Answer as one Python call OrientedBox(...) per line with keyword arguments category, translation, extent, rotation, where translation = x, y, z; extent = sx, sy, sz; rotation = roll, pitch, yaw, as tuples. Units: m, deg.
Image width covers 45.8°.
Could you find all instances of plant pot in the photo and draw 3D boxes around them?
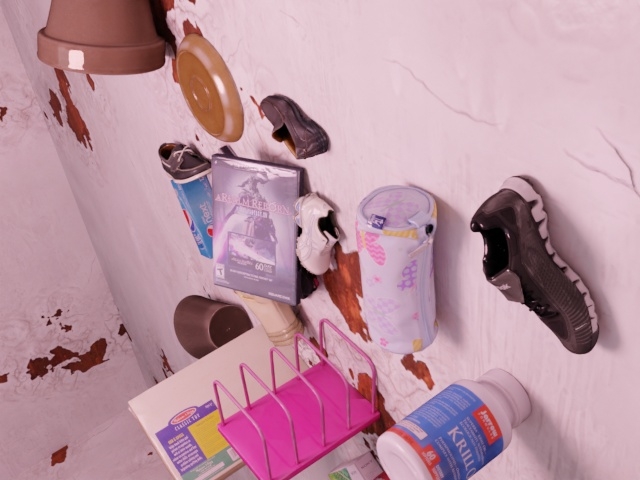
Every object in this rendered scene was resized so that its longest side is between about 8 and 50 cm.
OrientedBox(category="plant pot", translation=(-0.452, -0.484, 1.565), extent=(0.263, 0.263, 0.230), rotation=(33, 126, 45))
OrientedBox(category="plant pot", translation=(-0.235, -0.305, 1.555), extent=(0.236, 0.032, 0.236), rotation=(43, 150, 32))

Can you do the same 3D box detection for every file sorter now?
OrientedBox(category="file sorter", translation=(-0.051, 0.324, 1.570), extent=(0.202, 0.290, 0.182), rotation=(38, 144, 40))

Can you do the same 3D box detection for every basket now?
OrientedBox(category="basket", translation=(-0.296, 0.244, 2.120), extent=(0.226, 0.154, 0.204), rotation=(-12, 107, 60))

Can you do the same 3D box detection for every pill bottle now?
OrientedBox(category="pill bottle", translation=(0.203, 0.283, 1.122), extent=(0.124, 0.221, 0.124), rotation=(44, 151, 32))

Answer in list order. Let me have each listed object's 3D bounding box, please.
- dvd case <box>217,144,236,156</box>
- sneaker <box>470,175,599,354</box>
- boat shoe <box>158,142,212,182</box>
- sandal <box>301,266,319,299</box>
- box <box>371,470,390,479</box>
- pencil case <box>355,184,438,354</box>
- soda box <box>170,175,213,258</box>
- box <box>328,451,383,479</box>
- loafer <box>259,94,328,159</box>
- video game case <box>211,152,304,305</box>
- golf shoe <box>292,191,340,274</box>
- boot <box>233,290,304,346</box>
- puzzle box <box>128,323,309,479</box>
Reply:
OrientedBox(category="dvd case", translation=(-0.156, -0.069, 1.658), extent=(0.239, 0.029, 0.179), rotation=(53, 155, 17))
OrientedBox(category="sneaker", translation=(0.250, 0.046, 0.919), extent=(0.234, 0.106, 0.078), rotation=(63, 156, -5))
OrientedBox(category="boat shoe", translation=(-0.325, -0.186, 1.790), extent=(0.233, 0.084, 0.079), rotation=(23, 136, 57))
OrientedBox(category="sandal", translation=(-0.030, 0.083, 1.580), extent=(0.067, 0.040, 0.179), rotation=(63, 170, 8))
OrientedBox(category="box", translation=(0.189, 0.580, 1.558), extent=(0.154, 0.142, 0.300), rotation=(60, 155, -1))
OrientedBox(category="pencil case", translation=(0.123, 0.048, 1.156), extent=(0.124, 0.113, 0.273), rotation=(19, 136, 28))
OrientedBox(category="soda box", translation=(-0.291, -0.065, 1.865), extent=(0.067, 0.071, 0.210), rotation=(16, 130, 56))
OrientedBox(category="box", translation=(0.154, 0.672, 1.823), extent=(0.322, 0.058, 0.232), rotation=(56, 155, 12))
OrientedBox(category="loafer", translation=(-0.060, -0.196, 1.302), extent=(0.170, 0.061, 0.062), rotation=(41, 150, 37))
OrientedBox(category="video game case", translation=(-0.124, -0.021, 1.469), extent=(0.196, 0.026, 0.274), rotation=(12, 114, 25))
OrientedBox(category="golf shoe", translation=(0.000, 0.000, 1.397), extent=(0.086, 0.069, 0.176), rotation=(27, 141, 41))
OrientedBox(category="boot", translation=(-0.133, 0.141, 1.765), extent=(0.204, 0.095, 0.262), rotation=(58, 164, -13))
OrientedBox(category="puzzle box", translation=(-0.211, 0.389, 1.797), extent=(0.272, 0.408, 0.052), rotation=(50, 153, 24))
